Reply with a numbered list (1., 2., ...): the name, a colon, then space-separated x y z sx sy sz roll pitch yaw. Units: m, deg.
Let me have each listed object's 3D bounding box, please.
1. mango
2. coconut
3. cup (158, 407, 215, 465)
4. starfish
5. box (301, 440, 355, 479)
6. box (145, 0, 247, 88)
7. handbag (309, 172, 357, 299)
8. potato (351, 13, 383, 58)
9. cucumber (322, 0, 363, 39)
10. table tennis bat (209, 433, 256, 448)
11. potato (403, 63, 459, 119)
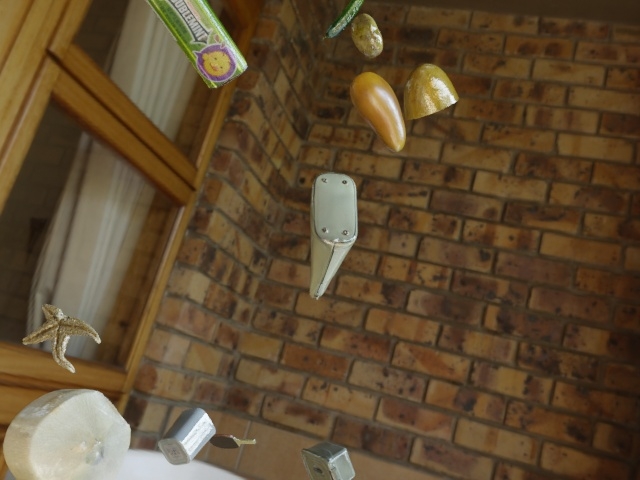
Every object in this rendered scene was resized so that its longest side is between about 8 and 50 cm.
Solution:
1. mango: 0.132 -0.279 1.306 0.085 0.102 0.184 -29 -72 24
2. coconut: -0.551 0.456 1.348 0.247 0.245 0.245 -2 -23 40
3. cup: -0.373 0.532 1.644 0.128 0.129 0.095 -18 -76 29
4. starfish: -0.701 0.260 1.625 0.247 0.138 0.050 20 -3 29
5. box: 0.027 0.699 1.893 0.092 0.124 0.172 -23 7 -32
6. box: -0.339 -0.574 1.612 0.134 0.097 0.345 -26 -47 10
7. handbag: 0.000 0.000 1.457 0.109 0.241 0.315 9 -32 -11
8. potato: 0.145 -0.643 1.912 0.091 0.070 0.138 -24 -80 45
9. cucumber: 0.066 -0.582 1.577 0.039 0.168 0.039 38 13 -11
10. table tennis bat: -0.279 0.640 1.925 0.156 0.013 0.087 -6 -48 15
11. potato: 0.362 -0.516 2.049 0.203 0.158 0.178 -21 19 -10
